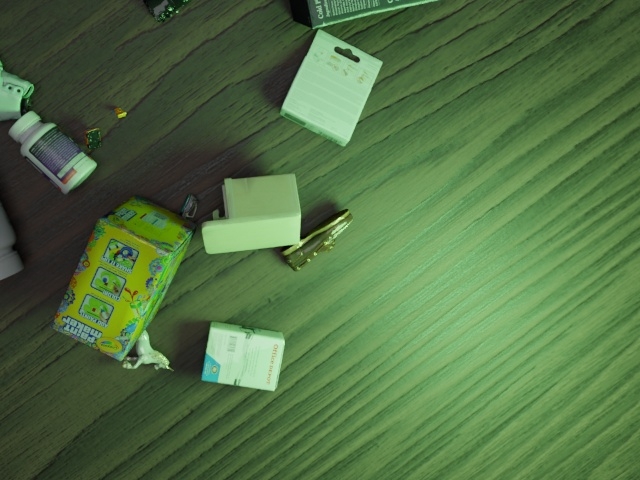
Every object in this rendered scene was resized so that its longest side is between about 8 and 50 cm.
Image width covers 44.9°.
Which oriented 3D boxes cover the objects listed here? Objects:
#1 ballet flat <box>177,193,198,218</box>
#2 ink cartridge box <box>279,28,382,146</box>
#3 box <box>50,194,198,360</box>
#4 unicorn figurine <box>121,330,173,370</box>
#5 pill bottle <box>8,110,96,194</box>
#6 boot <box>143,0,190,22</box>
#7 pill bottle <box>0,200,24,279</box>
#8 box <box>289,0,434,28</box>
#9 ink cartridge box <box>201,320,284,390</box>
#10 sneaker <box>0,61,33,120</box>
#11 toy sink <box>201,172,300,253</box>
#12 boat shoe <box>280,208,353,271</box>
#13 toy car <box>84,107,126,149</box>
[{"bbox_3d":[-0.339,-0.060,1.932,0.041,0.041,0.114,32,94,-9],"label":"ballet flat"},{"bbox_3d":[0.027,-0.379,1.934,0.189,0.066,0.232,25,73,-9],"label":"ink cartridge box"},{"bbox_3d":[-0.442,0.077,1.785,0.177,0.290,0.279,26,102,-4],"label":"box"},{"bbox_3d":[-0.450,0.280,1.953,0.111,0.060,0.162,-16,99,-3],"label":"unicorn figurine"},{"bbox_3d":[-0.640,-0.212,1.841,0.108,0.108,0.193,-45,100,1],"label":"pill bottle"},{"bbox_3d":[-0.379,-0.592,1.854,0.099,0.045,0.121,-33,100,2],"label":"boot"},{"bbox_3d":[-0.818,-0.036,1.819,0.160,0.160,0.283,-22,99,-3],"label":"pill bottle"},{"bbox_3d":[0.089,-0.606,1.741,0.312,0.343,0.179,-15,110,-5],"label":"box"},{"bbox_3d":[-0.198,0.294,1.972,0.190,0.082,0.140,10,97,-9],"label":"ink cartridge box"},{"bbox_3d":[-0.746,-0.405,1.809,0.151,0.094,0.256,2,107,-1],"label":"sneaker"},{"bbox_3d":[-0.171,-0.067,1.873,0.234,0.153,0.131,-7,64,-6],"label":"toy sink"},{"bbox_3d":[0.000,0.000,1.963,0.207,0.073,0.073,-33,102,6],"label":"boat shoe"},{"bbox_3d":[-0.528,-0.274,1.892,0.122,0.060,0.040,-37,56,-17],"label":"toy car"}]
